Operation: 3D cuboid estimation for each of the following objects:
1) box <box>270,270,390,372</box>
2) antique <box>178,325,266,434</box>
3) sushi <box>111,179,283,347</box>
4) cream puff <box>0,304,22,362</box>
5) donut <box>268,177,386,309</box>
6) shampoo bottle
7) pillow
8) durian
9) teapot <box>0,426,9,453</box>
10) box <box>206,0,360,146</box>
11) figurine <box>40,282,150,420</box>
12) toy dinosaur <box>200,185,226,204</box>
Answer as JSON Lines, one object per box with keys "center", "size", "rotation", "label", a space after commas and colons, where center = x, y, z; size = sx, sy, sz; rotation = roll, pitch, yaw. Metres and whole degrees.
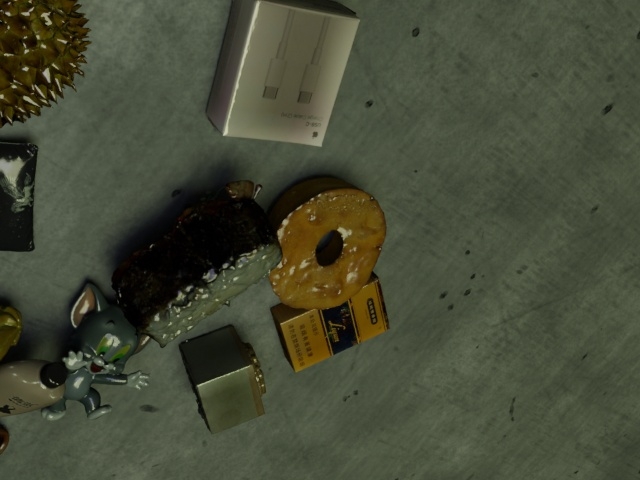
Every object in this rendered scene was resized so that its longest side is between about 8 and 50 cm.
{"center": [0.024, 0.169, 1.962], "size": [0.237, 0.070, 0.152], "rotation": [-22, 127, -11], "label": "box"}
{"center": [-0.196, 0.282, 1.864], "size": [0.148, 0.152, 0.147], "rotation": [-20, 125, -12], "label": "antique"}
{"center": [-0.218, 0.036, 1.639], "size": [0.343, 0.182, 0.196], "rotation": [-37, 172, -3], "label": "sushi"}
{"center": [-0.598, 0.160, 1.597], "size": [0.156, 0.121, 0.156], "rotation": [-12, 118, -23], "label": "cream puff"}
{"center": [0.001, -0.002, 1.812], "size": [0.277, 0.108, 0.277], "rotation": [-14, 125, -20], "label": "donut"}
{"center": [-0.542, 0.265, 1.634], "size": [0.257, 0.078, 0.127], "rotation": [-24, 131, 38], "label": "shampoo bottle"}
{"center": [-0.545, -0.073, 1.519], "size": [0.141, 0.055, 0.208], "rotation": [3, 118, -22], "label": "pillow"}
{"center": [-0.506, -0.312, 1.206], "size": [0.347, 0.347, 0.384], "rotation": [-48, 129, 7], "label": "durian"}
{"center": [-0.664, 0.382, 1.684], "size": [0.135, 0.178, 0.252], "rotation": [-57, 160, 7], "label": "teapot"}
{"center": [-0.069, -0.304, 1.592], "size": [0.203, 0.106, 0.252], "rotation": [3, 119, -31], "label": "box"}
{"center": [-0.424, 0.236, 1.731], "size": [0.193, 0.140, 0.265], "rotation": [26, 115, -27], "label": "figurine"}
{"center": [-0.207, -0.064, 1.723], "size": [0.083, 0.021, 0.062], "rotation": [-23, 135, -8], "label": "toy dinosaur"}
